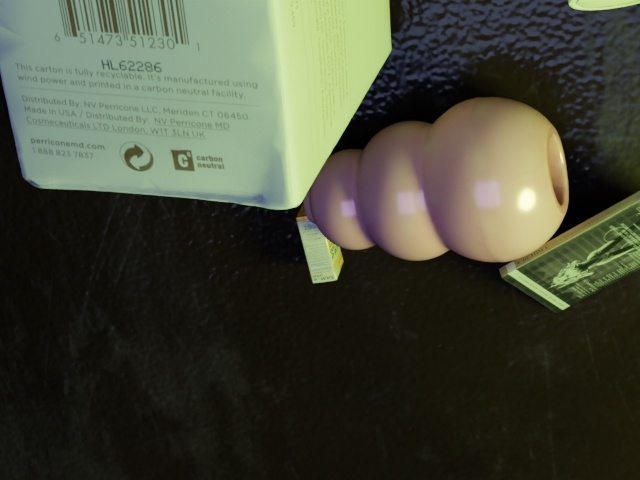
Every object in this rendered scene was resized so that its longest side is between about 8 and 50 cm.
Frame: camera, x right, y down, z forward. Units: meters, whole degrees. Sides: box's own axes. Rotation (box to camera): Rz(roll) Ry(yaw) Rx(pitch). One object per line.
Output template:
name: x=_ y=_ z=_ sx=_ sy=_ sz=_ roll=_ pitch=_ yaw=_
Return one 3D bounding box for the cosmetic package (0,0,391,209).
cosmetic package: x=-0.129 y=-0.280 z=1.534 sx=0.329 sy=0.394 sz=0.327 roll=6 pitch=125 yaw=18

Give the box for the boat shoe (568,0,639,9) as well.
boat shoe: x=0.426 y=-0.366 z=1.603 sx=0.319 sy=0.116 sz=0.099 roll=-24 pitch=75 yaw=27

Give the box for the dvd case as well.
dvd case: x=0.358 y=0.015 z=1.766 sx=0.221 sy=0.018 sz=0.164 roll=-32 pitch=146 yaw=22

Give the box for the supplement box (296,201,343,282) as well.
supplement box: x=0.000 y=0.000 z=1.868 sx=0.036 sy=0.062 sz=0.098 roll=-9 pitch=112 yaw=14

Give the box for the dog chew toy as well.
dog chew toy: x=0.137 y=-0.064 z=1.738 sx=0.331 sy=0.206 sz=0.207 roll=-8 pitch=112 yaw=22
